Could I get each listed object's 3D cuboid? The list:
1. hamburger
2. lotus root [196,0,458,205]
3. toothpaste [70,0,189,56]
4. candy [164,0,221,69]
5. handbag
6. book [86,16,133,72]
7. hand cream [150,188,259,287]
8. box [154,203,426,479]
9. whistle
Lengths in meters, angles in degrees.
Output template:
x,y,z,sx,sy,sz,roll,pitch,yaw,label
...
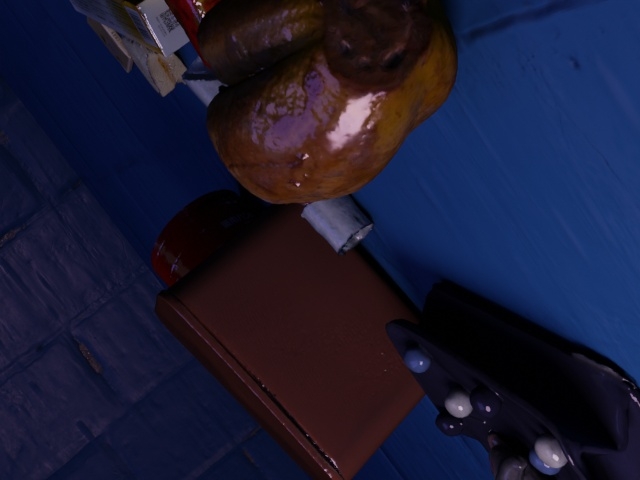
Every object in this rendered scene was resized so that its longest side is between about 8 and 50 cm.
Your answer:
x,y,z,sx,sy,sz,roll,pitch,yaw,label
-0.238,-0.263,1.398,0.084,0.054,0.121,49,177,20,hamburger
0.004,-0.133,0.749,0.188,0.199,0.180,46,170,-8,lotus root
-0.269,-0.325,1.336,0.313,0.071,0.089,33,159,49,toothpaste
-0.131,-0.262,1.105,0.086,0.059,0.292,25,151,56,candy
0.223,0.208,1.083,0.325,0.118,0.269,31,156,56,handbag
-0.346,-0.332,1.640,0.111,0.014,0.077,52,165,-2,book
-0.165,0.025,1.615,0.125,0.193,0.193,44,163,21,hand cream
-0.024,0.134,1.350,0.339,0.229,0.239,47,164,1,box
-0.056,-0.113,1.229,0.312,0.062,0.062,49,165,10,whistle
